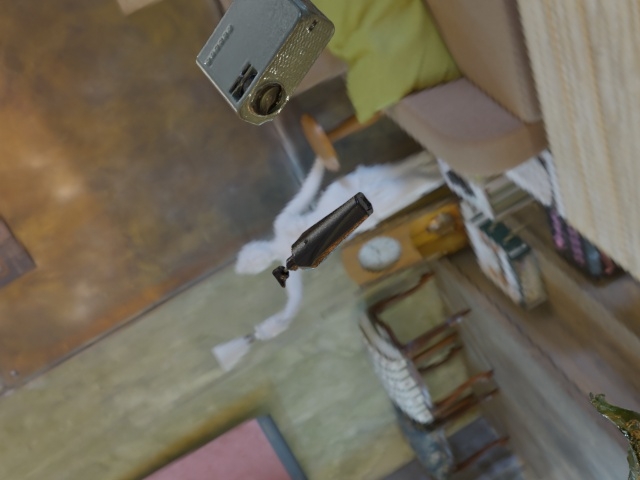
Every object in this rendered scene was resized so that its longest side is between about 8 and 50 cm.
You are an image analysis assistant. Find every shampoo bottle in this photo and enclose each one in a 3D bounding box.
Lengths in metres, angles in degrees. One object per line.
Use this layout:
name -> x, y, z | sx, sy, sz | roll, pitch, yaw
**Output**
shampoo bottle -> 0.000, 0.000, 1.046 | 0.027, 0.137, 0.048 | 27, -145, -37

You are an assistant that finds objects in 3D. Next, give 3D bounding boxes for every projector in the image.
projector -> -0.109, -0.380, 1.909 | 0.108, 0.250, 0.198 | 18, -154, -47

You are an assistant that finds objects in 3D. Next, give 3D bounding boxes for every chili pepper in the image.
chili pepper -> 0.382, 0.290, 1.168 | 0.085, 0.076, 0.359 | 56, 171, 45
